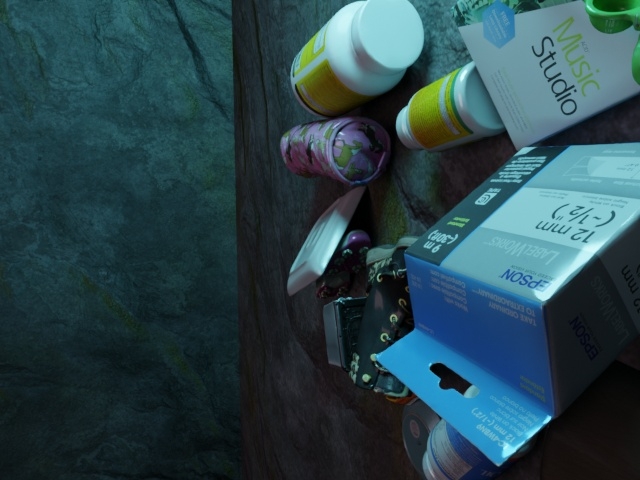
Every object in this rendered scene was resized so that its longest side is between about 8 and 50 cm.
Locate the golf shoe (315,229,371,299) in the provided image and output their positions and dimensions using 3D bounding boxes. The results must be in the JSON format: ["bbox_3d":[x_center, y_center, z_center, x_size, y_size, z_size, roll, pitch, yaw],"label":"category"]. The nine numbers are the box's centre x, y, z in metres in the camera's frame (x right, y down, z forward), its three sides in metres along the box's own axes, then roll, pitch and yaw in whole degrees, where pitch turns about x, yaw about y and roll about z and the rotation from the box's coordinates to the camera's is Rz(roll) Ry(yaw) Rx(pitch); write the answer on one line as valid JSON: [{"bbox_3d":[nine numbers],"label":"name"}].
[{"bbox_3d":[0.044,0.042,1.313,0.306,0.115,0.140,120,144,-53],"label":"golf shoe"}]

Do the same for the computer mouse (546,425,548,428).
[{"bbox_3d":[0.315,0.191,0.668,0.272,0.072,0.189,46,136,47],"label":"computer mouse"}]

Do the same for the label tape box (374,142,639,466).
[{"bbox_3d":[0.221,0.034,0.549,0.115,0.347,0.249,55,170,-19],"label":"label tape box"}]

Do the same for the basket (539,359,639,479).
[{"bbox_3d":[0.352,0.227,0.458,0.226,0.154,0.204,20,145,43],"label":"basket"}]

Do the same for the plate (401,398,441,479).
[{"bbox_3d":[0.220,0.439,1.062,0.188,0.024,0.188,175,90,-69],"label":"plate"}]

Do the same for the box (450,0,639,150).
[{"bbox_3d":[0.311,-0.269,0.570,0.233,0.058,0.322,64,155,1],"label":"box"}]

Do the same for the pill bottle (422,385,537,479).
[{"bbox_3d":[0.255,0.344,0.825,0.222,0.124,0.124,107,150,-44],"label":"pill bottle"}]

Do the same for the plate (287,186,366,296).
[{"bbox_3d":[0.000,0.000,1.294,0.277,0.045,0.278,-63,9,-24],"label":"plate"}]

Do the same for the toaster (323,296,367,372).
[{"bbox_3d":[0.105,0.218,1.121,0.110,0.167,0.186,148,116,-69],"label":"toaster"}]

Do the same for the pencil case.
[{"bbox_3d":[0.024,-0.226,1.235,0.386,0.160,0.167,26,139,65],"label":"pencil case"}]

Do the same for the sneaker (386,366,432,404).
[{"bbox_3d":[0.189,0.307,1.045,0.175,0.067,0.064,113,165,-44],"label":"sneaker"}]

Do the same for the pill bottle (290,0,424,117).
[{"bbox_3d":[0.072,-0.389,1.055,0.334,0.187,0.188,-176,83,-68],"label":"pill bottle"}]

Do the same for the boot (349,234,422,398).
[{"bbox_3d":[0.160,0.144,0.904,0.377,0.138,0.285,163,120,-71],"label":"boot"}]

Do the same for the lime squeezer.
[{"bbox_3d":[0.314,-0.208,0.510,0.311,0.058,0.110,59,-174,7],"label":"lime squeezer"}]

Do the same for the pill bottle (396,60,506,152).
[{"bbox_3d":[0.217,-0.214,0.821,0.208,0.117,0.118,176,89,-69],"label":"pill bottle"}]
